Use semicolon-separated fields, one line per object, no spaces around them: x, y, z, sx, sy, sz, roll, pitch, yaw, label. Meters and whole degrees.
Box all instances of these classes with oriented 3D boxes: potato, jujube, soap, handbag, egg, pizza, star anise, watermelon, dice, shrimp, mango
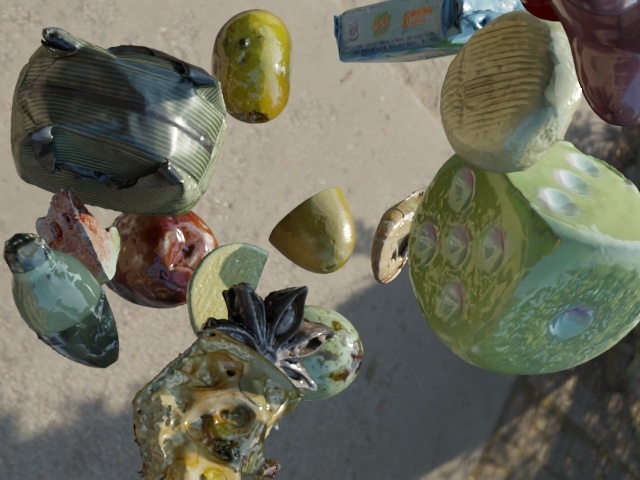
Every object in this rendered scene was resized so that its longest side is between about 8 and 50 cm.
0.000;0.000;1.942;0.203;0.158;0.178;-30;163;-4;potato
-0.340;0.032;1.739;0.223;0.318;0.223;4;83;-35;jujube
0.150;-0.294;1.188;0.156;0.293;0.077;-8;98;-36;soap
-0.314;-0.179;1.337;0.341;0.240;0.247;15;83;-12;handbag
-0.039;0.197;1.522;0.169;0.231;0.169;5;90;-79;egg
-0.127;0.222;0.998;0.189;0.071;0.297;44;37;-5;pizza
-0.098;0.161;1.266;0.223;0.109;0.236;6;106;-37;star anise
-0.370;0.013;1.286;0.098;0.121;0.158;-17;151;3;watermelon
0.285;0.016;1.155;0.252;0.249;0.254;5;135;-26;dice
0.146;-0.010;1.489;0.236;0.053;0.133;-48;133;-46;shrimp
-0.143;-0.415;2.017;0.365;0.182;0.253;-61;153;-65;mango

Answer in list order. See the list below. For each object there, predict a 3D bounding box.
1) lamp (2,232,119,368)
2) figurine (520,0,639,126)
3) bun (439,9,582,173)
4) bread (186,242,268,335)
-0.316;0.083;1.063;0.101;0.101;0.250;-47;142;-25;lamp
0.273;-0.258;0.698;0.211;0.261;0.269;-22;138;11;figurine
0.219;-0.163;0.963;0.111;0.164;0.188;25;62;-40;bun
-0.163;0.082;1.370;0.112;0.036;0.193;29;68;-28;bread
